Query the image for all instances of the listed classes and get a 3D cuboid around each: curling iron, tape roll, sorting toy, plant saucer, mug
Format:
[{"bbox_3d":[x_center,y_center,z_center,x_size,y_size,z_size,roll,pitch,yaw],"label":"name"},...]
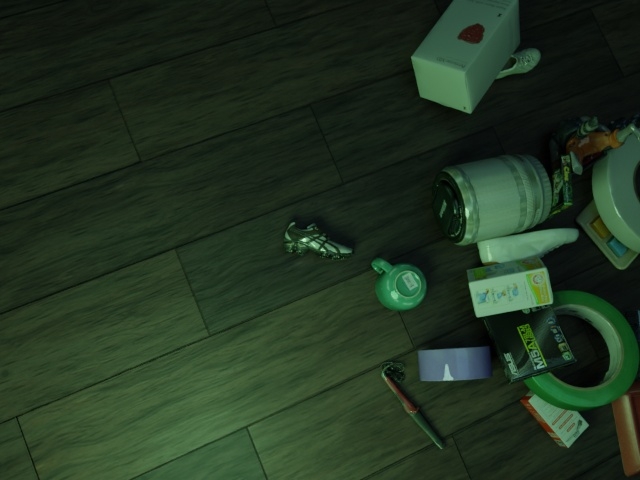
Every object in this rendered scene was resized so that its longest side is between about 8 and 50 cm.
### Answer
[{"bbox_3d":[0.251,0.440,1.688,0.068,0.035,0.274,-33,87,-14],"label":"curling iron"},{"bbox_3d":[0.350,0.320,1.650,0.188,0.189,0.080,-1,80,-10],"label":"tape roll"},{"bbox_3d":[0.694,0.299,1.729,0.320,0.077,0.322,0,66,0],"label":"tape roll"},{"bbox_3d":[0.895,-0.048,1.894,0.193,0.038,0.208,-43,89,-14],"label":"sorting toy"},{"bbox_3d":[0.971,0.525,1.799,0.258,0.048,0.259,-5,81,-11],"label":"plant saucer"},{"bbox_3d":[0.990,-0.148,1.885,0.391,0.072,0.393,4,76,-18],"label":"tape roll"},{"bbox_3d":[0.210,0.121,1.707,0.157,0.097,0.130,14,78,-8],"label":"mug"}]

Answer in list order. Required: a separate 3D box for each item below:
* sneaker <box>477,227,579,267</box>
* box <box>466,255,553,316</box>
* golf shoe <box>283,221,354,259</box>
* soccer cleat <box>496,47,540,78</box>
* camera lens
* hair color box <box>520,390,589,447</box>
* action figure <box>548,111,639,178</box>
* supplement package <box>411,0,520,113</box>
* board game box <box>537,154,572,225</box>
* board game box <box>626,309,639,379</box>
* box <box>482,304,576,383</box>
[{"bbox_3d":[0.596,0.036,1.798,0.289,0.106,0.123,-10,85,-1],"label":"sneaker"},{"bbox_3d":[0.508,0.123,1.706,0.203,0.114,0.103,-12,103,13],"label":"box"},{"bbox_3d":[0.000,0.000,1.703,0.198,0.077,0.094,10,78,-9],"label":"golf shoe"},{"bbox_3d":[0.593,-0.538,1.909,0.196,0.076,0.068,-23,85,-14],"label":"soccer cleat"},{"bbox_3d":[0.459,-0.114,1.733,0.274,0.219,0.220,-12,82,-12],"label":"camera lens"},{"bbox_3d":[0.646,0.476,1.745,0.093,0.053,0.167,-39,86,-16],"label":"hair color box"},{"bbox_3d":[0.772,-0.306,1.771,0.341,0.330,0.179,-38,102,8],"label":"action figure"},{"bbox_3d":[0.418,-0.544,1.797,0.177,0.175,0.293,27,73,29],"label":"supplement package"},{"bbox_3d":[0.633,-0.133,1.748,0.030,0.260,0.136,-2,80,0],"label":"board game box"},{"bbox_3d":[0.979,0.285,1.838,0.194,0.060,0.194,-14,83,-12],"label":"board game box"},{"bbox_3d":[0.553,0.264,1.680,0.184,0.045,0.191,-14,65,-5],"label":"box"}]
